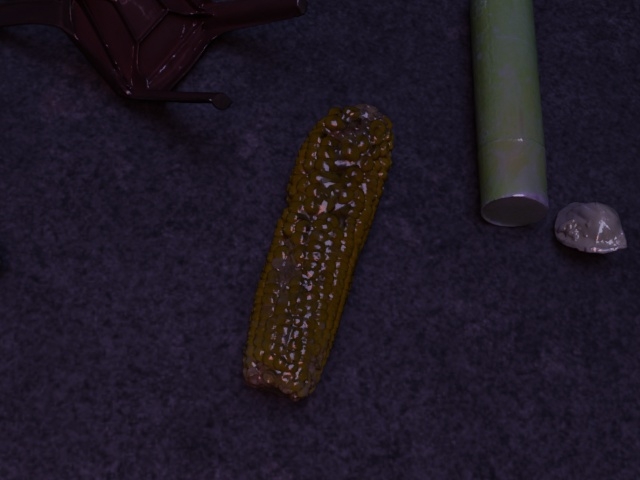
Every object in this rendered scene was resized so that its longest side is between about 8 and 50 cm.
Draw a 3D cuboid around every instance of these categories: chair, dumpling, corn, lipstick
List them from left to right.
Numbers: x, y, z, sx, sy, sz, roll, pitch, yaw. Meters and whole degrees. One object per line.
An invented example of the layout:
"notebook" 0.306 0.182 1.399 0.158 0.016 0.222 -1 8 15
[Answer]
"chair" -0.210 -0.246 0.927 0.326 0.183 0.175 6 52 46
"corn" 0.000 0.000 0.852 0.097 0.097 0.320 17 64 0
"lipstick" 0.203 -0.163 0.972 0.076 0.076 0.304 6 64 -6
"dumpling" 0.278 -0.014 0.920 0.057 0.052 0.076 -7 67 -25
